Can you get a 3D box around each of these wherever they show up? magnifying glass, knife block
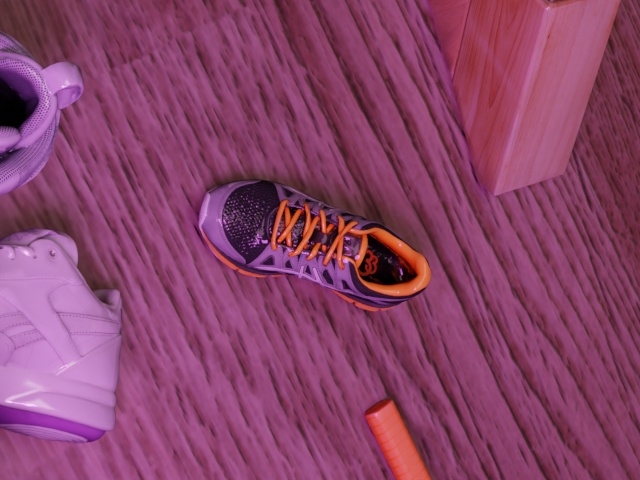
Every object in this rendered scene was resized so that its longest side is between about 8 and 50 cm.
[{"bbox_3d":[0.101,0.247,1.332,0.092,0.026,0.231,-31,99,-26],"label":"magnifying glass"},{"bbox_3d":[0.201,-0.190,1.297,0.088,0.242,0.276,-17,94,-27],"label":"knife block"}]

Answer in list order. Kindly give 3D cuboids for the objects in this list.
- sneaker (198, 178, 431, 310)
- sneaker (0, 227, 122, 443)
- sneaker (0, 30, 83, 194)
[{"bbox_3d":[0.000,0.000,1.267,0.214,0.083,0.084,18,79,-24],"label":"sneaker"},{"bbox_3d":[-0.260,0.045,1.093,0.305,0.114,0.152,33,63,-49],"label":"sneaker"},{"bbox_3d":[-0.340,-0.068,1.024,0.365,0.210,0.137,-15,93,-27],"label":"sneaker"}]
